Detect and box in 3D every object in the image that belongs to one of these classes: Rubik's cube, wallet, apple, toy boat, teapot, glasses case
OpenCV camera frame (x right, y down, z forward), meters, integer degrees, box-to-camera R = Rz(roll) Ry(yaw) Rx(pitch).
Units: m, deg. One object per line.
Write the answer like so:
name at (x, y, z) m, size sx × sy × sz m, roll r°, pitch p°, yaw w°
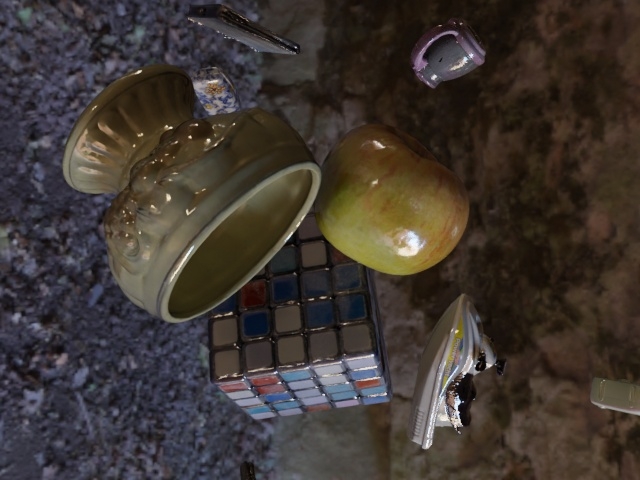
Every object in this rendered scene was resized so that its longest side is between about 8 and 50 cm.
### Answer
Rubik's cube at (-0.035, 0.143, 1.396) m, size 0.292 × 0.286 × 0.293 m, roll 67°, pitch 14°, yaw -64°
wallet at (-0.170, -0.459, 1.666) m, size 0.222 × 0.167 × 0.036 m, roll 16°, pitch 93°, yaw -38°
apple at (0.105, -0.059, 1.156) m, size 0.194 × 0.260 × 0.261 m, roll -55°, pitch 171°, yaw 17°
toy boat at (0.226, 0.223, 1.282) m, size 0.141 × 0.140 × 0.270 m, roll -60°, pitch 173°, yaw -61°
teapot at (0.263, -0.386, 1.605) m, size 0.116 × 0.146 × 0.148 m, roll 54°, pitch 24°, yaw -1°
glasses case at (-0.247, -0.350, 1.854) m, size 0.248 × 0.086 × 0.065 m, roll 62°, pitch 18°, yaw -75°

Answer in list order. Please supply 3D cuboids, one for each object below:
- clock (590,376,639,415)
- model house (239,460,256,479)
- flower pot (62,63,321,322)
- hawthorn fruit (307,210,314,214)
clock at (0.630, 0.308, 1.465) m, size 0.190 × 0.151 × 0.062 m, roll 15°, pitch 82°, yaw -29°
model house at (-0.182, 0.619, 1.587) m, size 0.205 × 0.218 × 0.279 m, roll 38°, pitch 23°, yaw -35°
flower pot at (-0.178, -0.071, 0.980) m, size 0.244 × 0.307 × 0.307 m, roll 43°, pitch 12°, yaw 14°
hawthorn fruit at (0.000, 0.000, 1.928) m, size 0.181 × 0.235 × 0.181 m, roll -36°, pitch 138°, yaw -41°
